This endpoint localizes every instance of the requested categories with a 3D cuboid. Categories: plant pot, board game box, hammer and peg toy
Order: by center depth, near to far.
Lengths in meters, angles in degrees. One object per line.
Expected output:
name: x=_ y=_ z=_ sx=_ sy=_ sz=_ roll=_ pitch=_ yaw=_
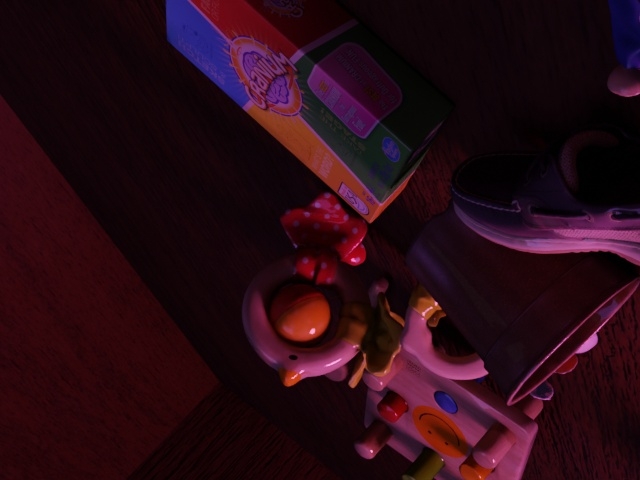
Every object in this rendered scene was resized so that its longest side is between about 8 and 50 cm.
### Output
plant pot: x=0.177 y=0.036 z=1.000 sx=0.165 sy=0.167 sz=0.167 roll=47 pitch=166 yaw=19
board game box: x=-0.026 y=-0.176 z=1.108 sx=0.316 sy=0.064 sz=0.242 roll=42 pitch=164 yaw=6
hammer and peg toy: x=0.129 y=0.228 z=1.519 sx=0.361 sy=0.127 sz=0.266 roll=34 pitch=145 yaw=23

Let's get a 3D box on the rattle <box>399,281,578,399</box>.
rattle: x=0.200 y=0.112 z=1.285 sx=0.199 sy=0.130 sz=0.143 roll=14 pitch=170 yaw=7

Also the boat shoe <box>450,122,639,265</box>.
boat shoe: x=0.207 y=-0.043 z=0.820 sx=0.285 sy=0.103 sz=0.092 roll=18 pitch=145 yaw=50

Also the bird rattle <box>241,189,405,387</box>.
bird rattle: x=-0.001 y=0.073 z=1.371 sx=0.254 sy=0.207 sz=0.143 roll=60 pitch=163 yaw=12

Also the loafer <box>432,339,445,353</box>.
loafer: x=0.165 y=0.193 z=1.610 sx=0.056 sy=0.050 sz=0.148 roll=31 pitch=144 yaw=26

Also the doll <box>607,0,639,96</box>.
doll: x=0.194 y=-0.162 z=0.632 sx=0.129 sy=0.046 sz=0.189 roll=41 pitch=161 yaw=47

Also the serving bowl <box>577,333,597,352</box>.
serving bowl: x=0.257 y=0.094 z=1.165 sx=0.083 sy=0.027 sz=0.083 roll=40 pitch=165 yaw=13
